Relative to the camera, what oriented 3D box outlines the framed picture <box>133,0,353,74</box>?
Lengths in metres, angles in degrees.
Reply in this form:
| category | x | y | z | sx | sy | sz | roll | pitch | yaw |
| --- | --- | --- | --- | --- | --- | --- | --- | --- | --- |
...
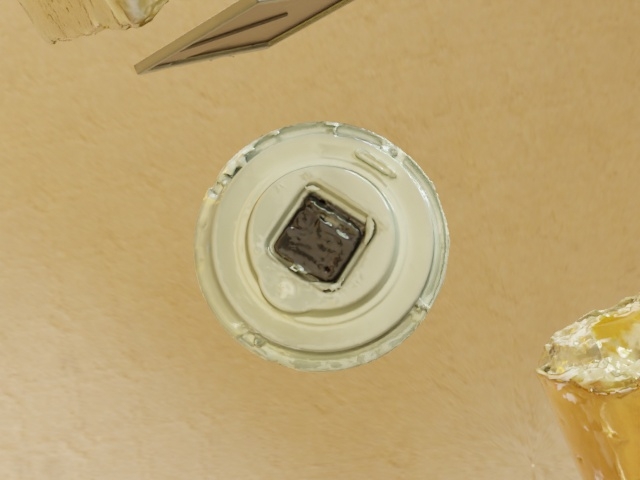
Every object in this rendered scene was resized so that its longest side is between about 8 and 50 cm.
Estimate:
| category | x | y | z | sx | sy | sz | roll | pitch | yaw |
| --- | --- | --- | --- | --- | --- | --- | --- | --- | --- |
| framed picture | -0.063 | -0.237 | 1.434 | 0.184 | 0.250 | 0.016 | -24 | 90 | 37 |

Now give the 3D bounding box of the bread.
| category | x | y | z | sx | sy | sz | roll | pitch | yaw |
| --- | --- | --- | --- | --- | --- | --- | --- | --- | --- |
| bread | 0.512 | 0.254 | 1.708 | 0.361 | 0.250 | 0.394 | -23 | 93 | -1 |

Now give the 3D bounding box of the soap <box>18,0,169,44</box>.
| category | x | y | z | sx | sy | sz | roll | pitch | yaw |
| --- | --- | --- | --- | --- | --- | --- | --- | --- | --- |
| soap | -0.143 | -0.206 | 0.681 | 0.091 | 0.315 | 0.199 | -34 | 105 | -11 |

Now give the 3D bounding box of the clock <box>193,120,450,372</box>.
| category | x | y | z | sx | sy | sz | roll | pitch | yaw |
| --- | --- | --- | --- | --- | --- | --- | --- | --- | --- |
| clock | 0.000 | 0.000 | 1.194 | 0.237 | 0.053 | 0.236 | 0 | 80 | 0 |
